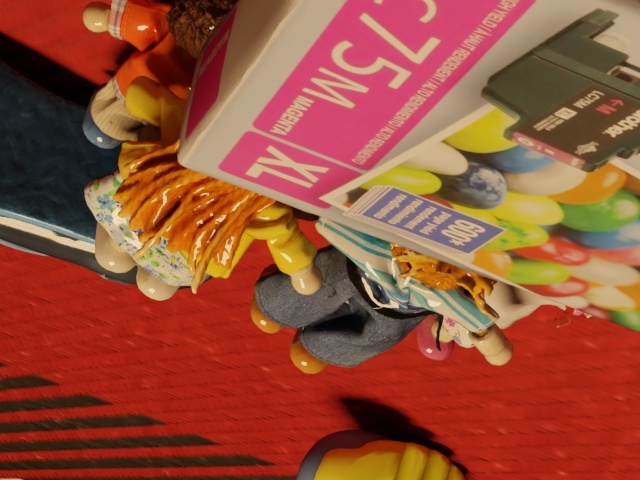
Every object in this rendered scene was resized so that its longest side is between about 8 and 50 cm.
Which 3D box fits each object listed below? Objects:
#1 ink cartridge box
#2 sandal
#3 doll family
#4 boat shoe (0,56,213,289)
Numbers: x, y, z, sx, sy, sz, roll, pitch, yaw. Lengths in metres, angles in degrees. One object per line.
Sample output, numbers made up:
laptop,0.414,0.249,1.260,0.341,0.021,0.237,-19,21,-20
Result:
ink cartridge box,0.126,-0.028,0.516,0.311,0.065,0.186,18,155,-15
sandal,0.040,0.221,1.023,0.138,0.126,0.317,13,150,30
doll family,0.000,0.000,0.654,0.263,0.118,0.163,31,152,-13
boat shoe,-0.166,-0.032,0.748,0.258,0.109,0.089,30,156,-7
